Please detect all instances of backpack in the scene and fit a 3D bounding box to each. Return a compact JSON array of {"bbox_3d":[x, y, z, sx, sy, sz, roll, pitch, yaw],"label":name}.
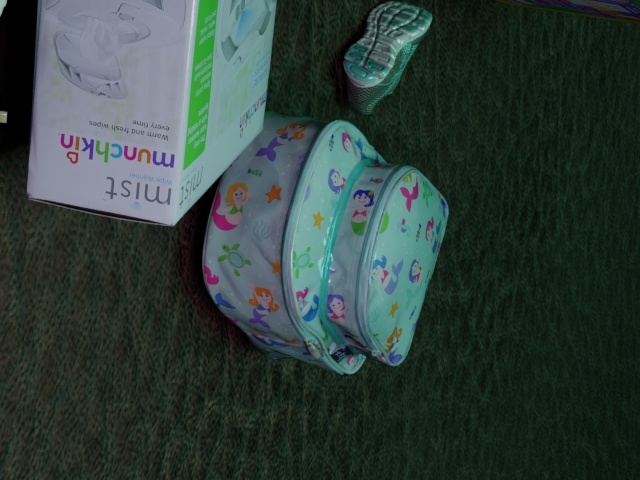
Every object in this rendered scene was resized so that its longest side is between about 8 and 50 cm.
[{"bbox_3d":[0.000,0.000,1.844,0.253,0.191,0.225,43,60,-55],"label":"backpack"}]

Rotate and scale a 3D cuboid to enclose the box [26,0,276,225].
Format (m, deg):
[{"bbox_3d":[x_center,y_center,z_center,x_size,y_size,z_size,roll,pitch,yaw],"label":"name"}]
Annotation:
[{"bbox_3d":[-0.124,-0.165,1.498,0.262,0.127,0.231,-55,154,-67],"label":"box"}]

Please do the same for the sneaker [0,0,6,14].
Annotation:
[{"bbox_3d":[-0.270,-0.224,1.259,0.296,0.112,0.131,23,78,-64],"label":"sneaker"}]

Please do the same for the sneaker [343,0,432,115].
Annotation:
[{"bbox_3d":[0.066,-0.195,2.070,0.166,0.065,0.076,-49,157,-44],"label":"sneaker"}]

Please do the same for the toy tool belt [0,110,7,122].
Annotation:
[{"bbox_3d":[-0.257,-0.117,1.393,0.052,0.051,0.083,-62,149,-35],"label":"toy tool belt"}]

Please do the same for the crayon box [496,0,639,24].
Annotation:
[{"bbox_3d":[0.291,-0.322,2.185,0.363,0.313,0.106,7,96,-66],"label":"crayon box"}]
